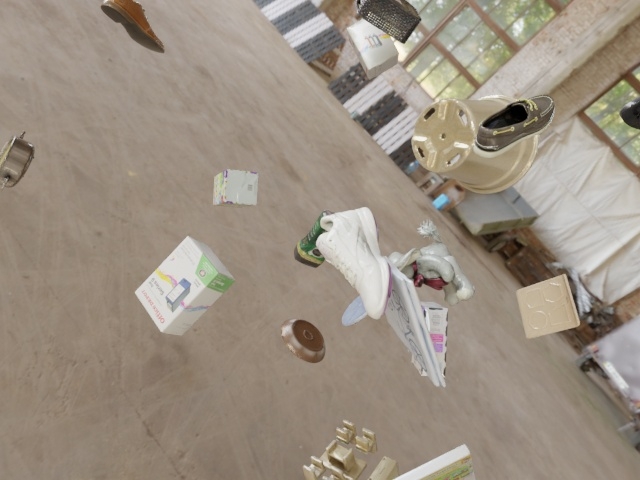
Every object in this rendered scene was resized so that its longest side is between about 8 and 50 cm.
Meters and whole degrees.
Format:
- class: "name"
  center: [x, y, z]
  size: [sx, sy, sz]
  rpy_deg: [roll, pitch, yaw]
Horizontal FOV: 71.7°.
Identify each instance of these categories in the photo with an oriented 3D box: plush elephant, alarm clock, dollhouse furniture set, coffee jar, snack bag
- class: "plush elephant"
  center: [0.343, 0.118, 1.563]
  size: [0.272, 0.256, 0.329]
  rpy_deg: [74, -8, -83]
- class: "alarm clock"
  center: [-0.774, -0.184, 1.110]
  size: [0.064, 0.129, 0.192]
  rpy_deg: [33, 25, -39]
- class: "dollhouse furniture set"
  center: [0.110, 0.706, 1.331]
  size: [0.212, 0.242, 0.160]
  rpy_deg: [-33, 121, -43]
- class: "coffee jar"
  center: [0.000, 0.000, 1.323]
  size: [0.096, 0.184, 0.079]
  rpy_deg: [22, 35, -27]
- class: "snack bag"
  center: [0.204, 0.170, 1.164]
  size: [0.342, 0.037, 0.322]
  rpy_deg: [-127, -167, -69]

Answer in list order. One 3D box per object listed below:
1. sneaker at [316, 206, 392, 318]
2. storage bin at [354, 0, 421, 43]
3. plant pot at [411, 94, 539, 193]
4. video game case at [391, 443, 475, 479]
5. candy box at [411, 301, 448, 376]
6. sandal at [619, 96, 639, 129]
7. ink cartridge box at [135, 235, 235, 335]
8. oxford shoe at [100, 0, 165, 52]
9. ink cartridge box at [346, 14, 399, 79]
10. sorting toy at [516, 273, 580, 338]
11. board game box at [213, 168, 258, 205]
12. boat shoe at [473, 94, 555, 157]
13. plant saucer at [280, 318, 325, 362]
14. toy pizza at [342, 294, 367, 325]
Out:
- class: "sneaker"
  center: [0.072, 0.051, 1.004]
  size: [0.152, 0.114, 0.305]
  rpy_deg: [-4, 46, -8]
- class: "storage bin"
  center: [0.202, -0.689, 1.332]
  size: [0.180, 0.084, 0.122]
  rpy_deg: [20, 42, -23]
- class: "plant pot"
  center: [0.469, -0.321, 1.426]
  size: [0.306, 0.333, 0.333]
  rpy_deg: [-4, 53, -42]
- class: "video game case"
  center: [0.236, 0.548, 0.989]
  size: [0.026, 0.227, 0.206]
  rpy_deg: [-117, -178, -47]
- class: "candy box"
  center: [0.323, 0.288, 1.322]
  size: [0.165, 0.070, 0.196]
  rpy_deg: [63, 29, -87]
- class: "sandal"
  center: [0.939, -0.318, 1.191]
  size: [0.255, 0.097, 0.054]
  rpy_deg: [19, 45, -3]
- class: "ink cartridge box"
  center: [-0.358, 0.121, 1.170]
  size: [0.154, 0.212, 0.093]
  rpy_deg: [45, 3, 27]
- class: "oxford shoe"
  center: [-0.461, -0.559, 1.134]
  size: [0.076, 0.076, 0.212]
  rpy_deg: [13, -8, 15]
- class: "ink cartridge box"
  center: [0.195, -0.716, 1.640]
  size: [0.176, 0.127, 0.128]
  rpy_deg: [63, 9, -1]
- class: "sorting toy"
  center: [0.816, 0.242, 1.598]
  size: [0.038, 0.208, 0.192]
  rpy_deg: [19, 55, -28]
- class: "board game box"
  center: [-0.385, -0.226, 1.984]
  size: [0.142, 0.144, 0.275]
  rpy_deg: [3, 0, -23]
- class: "boat shoe"
  center: [0.420, -0.257, 0.939]
  size: [0.081, 0.228, 0.068]
  rpy_deg: [43, -22, 36]
- class: "plant saucer"
  center: [-0.054, 0.358, 1.633]
  size: [0.199, 0.036, 0.198]
  rpy_deg: [30, 28, -18]
- class: "toy pizza"
  center: [0.163, 0.253, 1.672]
  size: [0.032, 0.201, 0.201]
  rpy_deg: [48, 23, -10]
